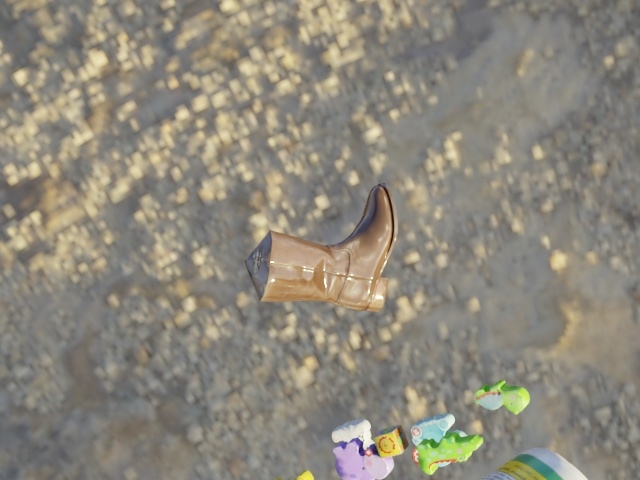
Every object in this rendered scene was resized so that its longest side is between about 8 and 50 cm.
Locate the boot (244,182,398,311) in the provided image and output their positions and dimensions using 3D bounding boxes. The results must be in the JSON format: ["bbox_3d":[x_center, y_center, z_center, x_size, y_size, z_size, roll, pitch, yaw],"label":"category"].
[{"bbox_3d":[0.000,0.000,1.310,0.037,0.114,0.106,165,112,-64],"label":"boot"}]

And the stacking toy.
[{"bbox_3d":[0.075,0.196,1.563,0.221,0.052,0.167,-19,5,27],"label":"stacking toy"}]

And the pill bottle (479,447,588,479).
[{"bbox_3d":[0.099,0.243,1.177,0.208,0.117,0.117,-30,48,-18],"label":"pill bottle"}]
